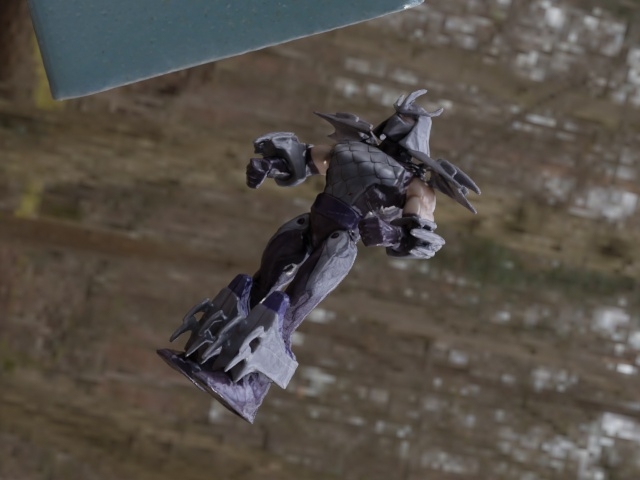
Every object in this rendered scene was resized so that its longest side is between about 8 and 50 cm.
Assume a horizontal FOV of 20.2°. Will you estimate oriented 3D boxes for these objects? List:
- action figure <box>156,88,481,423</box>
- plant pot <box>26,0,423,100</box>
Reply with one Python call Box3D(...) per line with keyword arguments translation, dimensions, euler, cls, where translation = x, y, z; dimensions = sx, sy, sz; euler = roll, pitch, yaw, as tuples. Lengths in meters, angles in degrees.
Box3D(translation=(0.000, 0.000, 1.345), dimensions=(0.185, 0.099, 0.285), euler=(27, -102, 48), cls="action figure")
Box3D(translation=(-0.077, -0.271, 1.141), dimensions=(0.247, 0.247, 0.252), euler=(-77, 151, -63), cls="plant pot")
